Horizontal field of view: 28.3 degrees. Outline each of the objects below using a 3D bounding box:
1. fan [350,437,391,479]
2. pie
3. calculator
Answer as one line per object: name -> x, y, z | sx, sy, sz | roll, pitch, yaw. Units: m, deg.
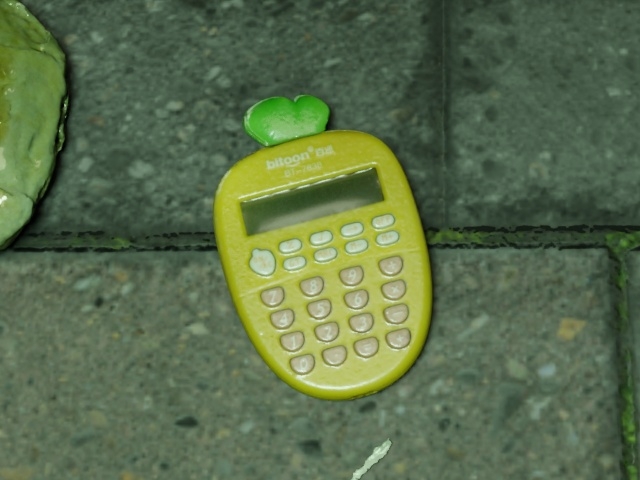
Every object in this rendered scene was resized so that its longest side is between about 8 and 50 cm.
fan -> -0.062, 0.240, 0.832 | 0.182, 0.010, 0.310 | 41, 78, 19
pie -> -0.330, -0.091, 0.964 | 0.306, 0.071, 0.306 | -2, 69, 4
calculator -> 0.000, 0.000, 0.910 | 0.146, 0.032, 0.235 | -15, 69, 0
